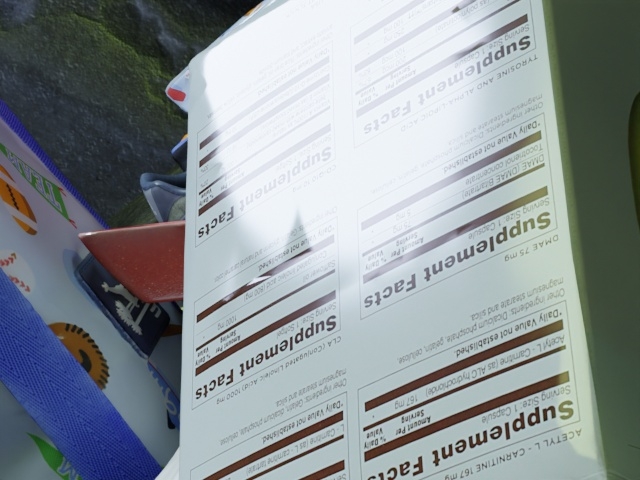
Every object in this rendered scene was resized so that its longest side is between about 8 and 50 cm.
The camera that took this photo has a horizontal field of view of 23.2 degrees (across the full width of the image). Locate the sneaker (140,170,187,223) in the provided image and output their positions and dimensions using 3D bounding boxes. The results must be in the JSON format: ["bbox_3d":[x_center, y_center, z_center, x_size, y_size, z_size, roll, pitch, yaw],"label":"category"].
[{"bbox_3d":[-0.007,-0.093,1.125,0.300,0.121,0.111,-48,16,2],"label":"sneaker"}]

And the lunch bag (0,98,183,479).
[{"bbox_3d":[-0.212,0.089,1.005,0.239,0.328,0.385,-42,10,-22],"label":"lunch bag"}]

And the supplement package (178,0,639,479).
[{"bbox_3d":[0.076,0.032,0.476,0.149,0.194,0.203,-29,49,37],"label":"supplement package"}]

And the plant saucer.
[{"bbox_3d":[0.000,0.000,0.967,0.259,0.047,0.259,-6,2,1],"label":"plant saucer"}]

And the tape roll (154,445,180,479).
[{"bbox_3d":[0.044,0.100,0.739,0.286,0.100,0.286,-37,12,9],"label":"tape roll"}]

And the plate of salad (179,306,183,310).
[{"bbox_3d":[-0.096,0.063,1.448,0.200,0.048,0.200,-36,11,8],"label":"plate of salad"}]

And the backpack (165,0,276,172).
[{"bbox_3d":[0.000,-0.129,1.496,0.276,0.213,0.263,-31,-9,23],"label":"backpack"}]
